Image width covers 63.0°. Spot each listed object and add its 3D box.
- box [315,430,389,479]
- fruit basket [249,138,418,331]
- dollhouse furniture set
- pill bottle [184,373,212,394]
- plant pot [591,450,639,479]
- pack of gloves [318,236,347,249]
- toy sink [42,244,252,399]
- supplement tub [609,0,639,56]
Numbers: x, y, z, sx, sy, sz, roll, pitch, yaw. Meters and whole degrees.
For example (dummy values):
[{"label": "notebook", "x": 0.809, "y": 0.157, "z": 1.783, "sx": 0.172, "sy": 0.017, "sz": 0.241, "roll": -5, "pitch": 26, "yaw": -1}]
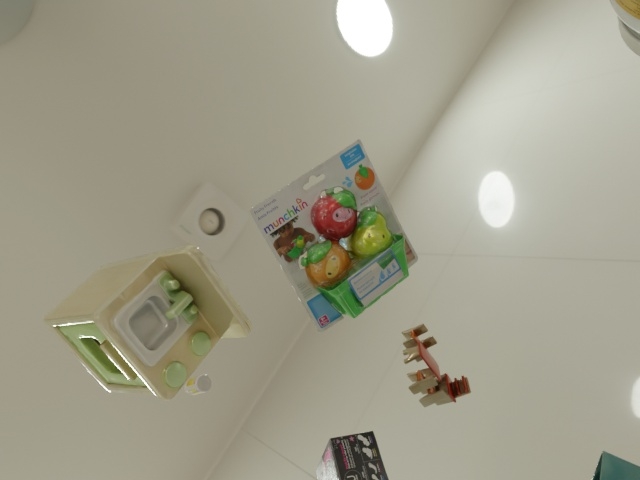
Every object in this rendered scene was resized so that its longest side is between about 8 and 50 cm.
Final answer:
[{"label": "box", "x": 0.084, "y": 0.692, "z": 1.531, "sx": 0.142, "sy": 0.247, "sz": 0.163, "roll": -3, "pitch": -132, "yaw": -18}, {"label": "fruit basket", "x": 0.053, "y": -0.006, "z": 1.230, "sx": 0.327, "sy": 0.165, "sz": 0.353, "roll": -34, "pitch": -65, "yaw": -18}, {"label": "dollhouse furniture set", "x": 0.407, "y": 0.455, "z": 1.836, "sx": 0.259, "sy": 0.135, "sz": 0.262, "roll": 52, "pitch": -158, "yaw": -26}, {"label": "pill bottle", "x": -0.307, "y": 0.360, "z": 1.298, "sx": 0.043, "sy": 0.083, "sz": 0.043, "roll": 18, "pitch": -120, "yaw": -34}, {"label": "plant pot", "x": 0.588, "y": 0.520, "z": 0.898, "sx": 0.166, "sy": 0.234, "sz": 0.165, "roll": -41, "pitch": -42, "yaw": -49}, {"label": "pack of gloves", "x": 0.000, "y": 0.000, "z": 1.614, "sx": 0.046, "sy": 0.195, "sz": 0.232, "roll": -56, "pitch": -36, "yaw": -19}, {"label": "toy sink", "x": -0.237, "y": 0.117, "z": 0.709, "sx": 0.153, "sy": 0.234, "sz": 0.131, "roll": 60, "pitch": -138, "yaw": -24}, {"label": "supplement tub", "x": 0.448, "y": -0.372, "z": 0.582, "sx": 0.316, "sy": 0.228, "sz": 0.228, "roll": 42, "pitch": -115, "yaw": -56}]
